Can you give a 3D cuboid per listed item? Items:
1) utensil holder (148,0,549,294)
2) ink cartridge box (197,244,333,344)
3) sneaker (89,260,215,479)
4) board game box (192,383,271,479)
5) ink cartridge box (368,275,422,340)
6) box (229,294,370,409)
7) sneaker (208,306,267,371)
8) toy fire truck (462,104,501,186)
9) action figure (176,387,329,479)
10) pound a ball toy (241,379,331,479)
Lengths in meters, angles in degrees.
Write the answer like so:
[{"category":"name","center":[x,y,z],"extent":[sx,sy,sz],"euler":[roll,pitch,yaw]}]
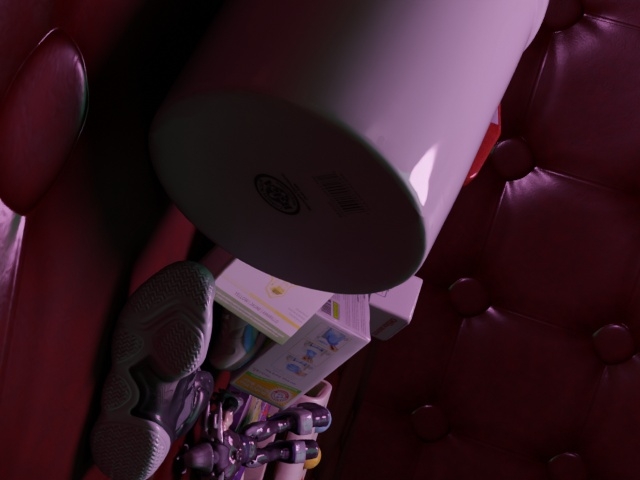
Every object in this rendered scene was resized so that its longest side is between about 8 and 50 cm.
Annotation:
[{"category":"utensil holder","center":[0.035,-0.182,1.162],"extent":[0.327,0.328,0.385],"euler":[92,22,-56]},{"category":"ink cartridge box","center":[-0.028,0.007,1.391],"extent":[0.235,0.056,0.171],"euler":[-45,133,6]},{"category":"sneaker","center":[-0.172,0.133,1.224],"extent":[0.153,0.101,0.268],"euler":[-40,152,-72]},{"category":"board game box","center":[-0.118,0.265,1.855],"extent":[0.208,0.056,0.346],"euler":[95,16,-65]},{"category":"ink cartridge box","center":[0.054,0.083,1.889],"extent":[0.153,0.208,0.086],"euler":[131,-18,-66]},{"category":"box","center":[-0.032,0.137,1.571],"extent":[0.203,0.103,0.114],"euler":[-43,-150,32]},{"category":"sneaker","center":[-0.106,0.088,1.523],"extent":[0.228,0.092,0.087],"euler":[-55,-154,25]},{"category":"toy fire truck","center":[0.131,-0.176,1.680],"extent":[0.169,0.302,0.253],"euler":[126,-29,-64]},{"category":"action figure","center":[-0.114,0.320,1.677],"extent":[0.285,0.099,0.185],"euler":[-1,99,-49]},{"category":"pound a ball toy","center":[-0.080,0.431,2.073],"extent":[0.208,0.136,0.319],"euler":[-34,141,-74]}]
